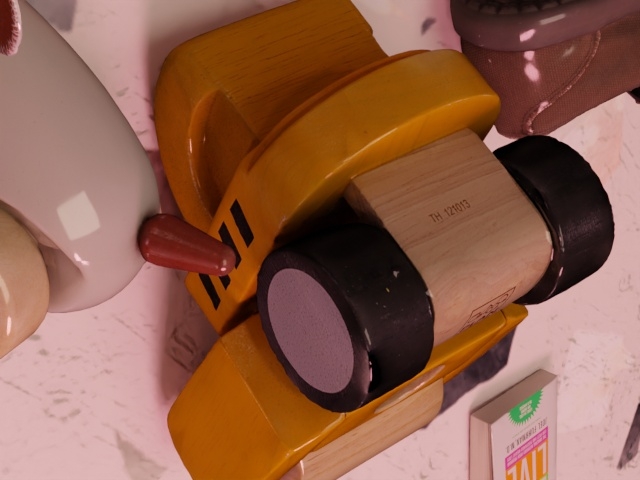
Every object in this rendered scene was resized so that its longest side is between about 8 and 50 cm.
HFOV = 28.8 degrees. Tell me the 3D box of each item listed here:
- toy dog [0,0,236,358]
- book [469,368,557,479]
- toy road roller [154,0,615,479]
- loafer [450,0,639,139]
[{"bbox_3d":[-0.129,-0.089,0.596,0.220,0.161,0.334,-67,150,-43],"label":"toy dog"},{"bbox_3d":[0.175,0.198,1.118,0.096,0.035,0.144,-27,124,-35],"label":"book"},{"bbox_3d":[0.000,0.000,0.786,0.202,0.241,0.329,-25,161,-32],"label":"toy road roller"},{"bbox_3d":[0.250,-0.172,0.955,0.365,0.134,0.130,-19,125,-23],"label":"loafer"}]
